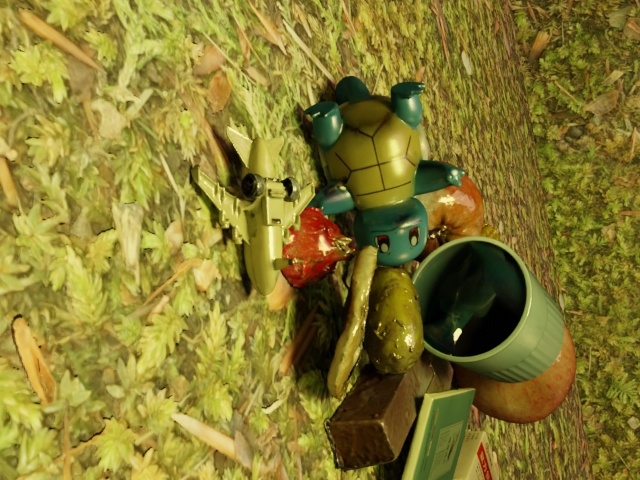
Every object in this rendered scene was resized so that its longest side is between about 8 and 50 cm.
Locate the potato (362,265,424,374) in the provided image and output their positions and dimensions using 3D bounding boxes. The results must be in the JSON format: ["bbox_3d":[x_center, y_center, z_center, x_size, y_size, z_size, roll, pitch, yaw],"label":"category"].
[{"bbox_3d":[0.134,0.148,1.368,0.113,0.149,0.251,9,48,-20],"label":"potato"}]

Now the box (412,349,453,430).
[{"bbox_3d":[0.246,0.333,1.598,0.141,0.058,0.201,60,33,-32],"label":"box"}]

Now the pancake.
[{"bbox_3d":[0.058,0.145,1.217,0.282,0.049,0.282,13,90,-87],"label":"pancake"}]

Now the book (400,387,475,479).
[{"bbox_3d":[0.248,0.445,1.470,0.379,0.031,0.264,21,85,-64],"label":"book"}]

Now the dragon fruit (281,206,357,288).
[{"bbox_3d":[0.000,0.000,1.209,0.153,0.111,0.153,39,45,-54],"label":"dragon fruit"}]

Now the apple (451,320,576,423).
[{"bbox_3d":[0.485,0.289,1.791,0.269,0.345,0.345,31,54,-42],"label":"apple"}]

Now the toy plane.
[{"bbox_3d":[-0.090,-0.045,1.079,0.242,0.104,0.256,2,72,-46],"label":"toy plane"}]

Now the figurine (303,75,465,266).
[{"bbox_3d":[0.092,-0.160,1.337,0.243,0.298,0.416,100,-24,-72],"label":"figurine"}]

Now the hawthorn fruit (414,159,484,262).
[{"bbox_3d":[0.260,-0.066,1.575,0.263,0.231,0.235,-35,123,-54],"label":"hawthorn fruit"}]

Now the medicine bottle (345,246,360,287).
[{"bbox_3d":[0.082,0.055,1.395,0.052,0.052,0.089,60,34,-32],"label":"medicine bottle"}]

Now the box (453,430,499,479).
[{"bbox_3d":[0.416,0.700,1.784,0.214,0.069,0.353,-38,116,-59],"label":"box"}]

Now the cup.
[{"bbox_3d":[0.339,0.174,1.511,0.311,0.331,0.257,32,47,-51],"label":"cup"}]

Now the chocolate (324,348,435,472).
[{"bbox_3d":[0.127,0.310,1.334,0.321,0.112,0.112,-40,114,-58],"label":"chocolate"}]

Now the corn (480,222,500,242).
[{"bbox_3d":[0.415,0.055,1.921,0.344,0.131,0.131,-49,124,-57],"label":"corn"}]
